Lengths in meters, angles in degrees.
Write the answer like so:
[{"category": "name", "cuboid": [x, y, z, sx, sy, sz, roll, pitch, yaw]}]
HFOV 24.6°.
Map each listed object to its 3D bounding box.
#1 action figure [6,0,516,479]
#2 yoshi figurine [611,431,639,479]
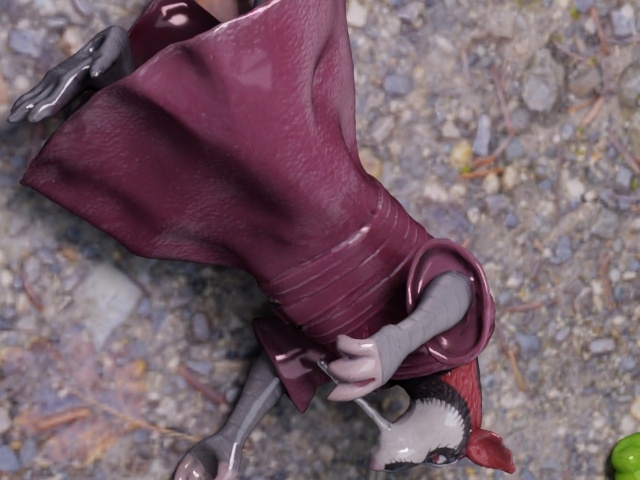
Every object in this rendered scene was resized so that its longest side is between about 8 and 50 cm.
[{"category": "action figure", "cuboid": [0.000, 0.000, 0.893, 0.370, 0.248, 0.275, 48, 52, -21]}, {"category": "yoshi figurine", "cuboid": [0.317, 0.152, 1.037, 0.203, 0.203, 0.362, 4, 98, -9]}]
